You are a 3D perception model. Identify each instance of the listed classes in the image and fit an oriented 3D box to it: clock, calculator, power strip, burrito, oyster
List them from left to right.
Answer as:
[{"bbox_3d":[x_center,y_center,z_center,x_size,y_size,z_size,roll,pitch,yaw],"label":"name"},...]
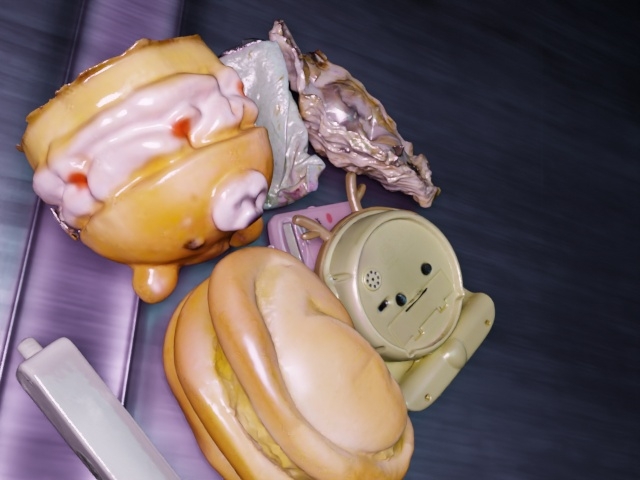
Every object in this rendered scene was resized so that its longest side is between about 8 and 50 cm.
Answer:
[{"bbox_3d":[-0.199,0.256,0.705,0.062,0.091,0.385,-38,90,-34],"label":"power strip"},{"bbox_3d":[-0.085,-0.158,0.916,0.229,0.143,0.089,68,14,2],"label":"burrito"},{"bbox_3d":[0.000,0.000,0.936,0.174,0.032,0.100,-13,79,-30],"label":"calculator"},{"bbox_3d":[0.041,-0.175,0.990,0.354,0.107,0.201,46,23,1],"label":"oyster"},{"bbox_3d":[0.093,0.059,0.896,0.235,0.096,0.308,-42,103,-31],"label":"clock"}]

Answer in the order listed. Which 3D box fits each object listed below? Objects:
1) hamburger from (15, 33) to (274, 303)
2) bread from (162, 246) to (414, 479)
[{"bbox_3d":[-0.175,-0.073,0.746,0.276,0.276,0.237,-33,94,-32],"label":"hamburger"},{"bbox_3d":[-0.046,0.168,0.724,0.211,0.270,0.316,-38,97,-18],"label":"bread"}]
